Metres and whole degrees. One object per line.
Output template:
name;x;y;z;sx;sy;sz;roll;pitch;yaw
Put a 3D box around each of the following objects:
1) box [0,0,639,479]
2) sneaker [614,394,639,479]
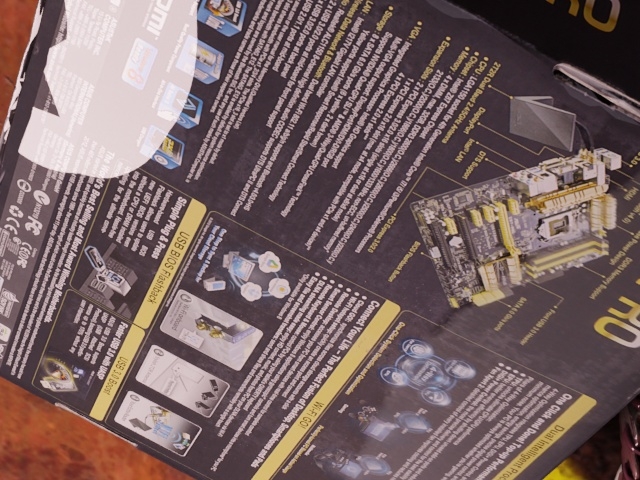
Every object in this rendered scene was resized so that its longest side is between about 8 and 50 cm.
box;0.000;0.000;0.636;0.318;0.097;0.395;29;139;-2
sneaker;0.203;0.126;0.686;0.106;0.162;0.281;0;127;15
